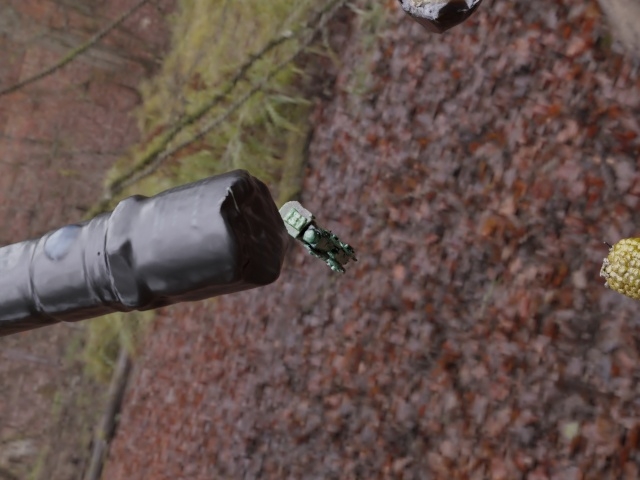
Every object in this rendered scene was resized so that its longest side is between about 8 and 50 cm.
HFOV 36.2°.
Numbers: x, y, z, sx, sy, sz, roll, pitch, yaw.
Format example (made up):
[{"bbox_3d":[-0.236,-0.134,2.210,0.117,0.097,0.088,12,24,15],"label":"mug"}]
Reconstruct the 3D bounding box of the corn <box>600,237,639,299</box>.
[{"bbox_3d":[0.593,0.065,1.541,0.305,0.106,0.106,15,90,42],"label":"corn"}]

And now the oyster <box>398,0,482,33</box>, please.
[{"bbox_3d":[0.076,-0.327,0.740,0.221,0.096,0.361,-36,63,9],"label":"oyster"}]

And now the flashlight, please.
[{"bbox_3d":[-0.232,0.031,0.833,0.424,0.103,0.103,-13,52,22],"label":"flashlight"}]

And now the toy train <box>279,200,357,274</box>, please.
[{"bbox_3d":[0.000,0.000,1.147,0.038,0.071,0.148,-49,-23,1],"label":"toy train"}]
